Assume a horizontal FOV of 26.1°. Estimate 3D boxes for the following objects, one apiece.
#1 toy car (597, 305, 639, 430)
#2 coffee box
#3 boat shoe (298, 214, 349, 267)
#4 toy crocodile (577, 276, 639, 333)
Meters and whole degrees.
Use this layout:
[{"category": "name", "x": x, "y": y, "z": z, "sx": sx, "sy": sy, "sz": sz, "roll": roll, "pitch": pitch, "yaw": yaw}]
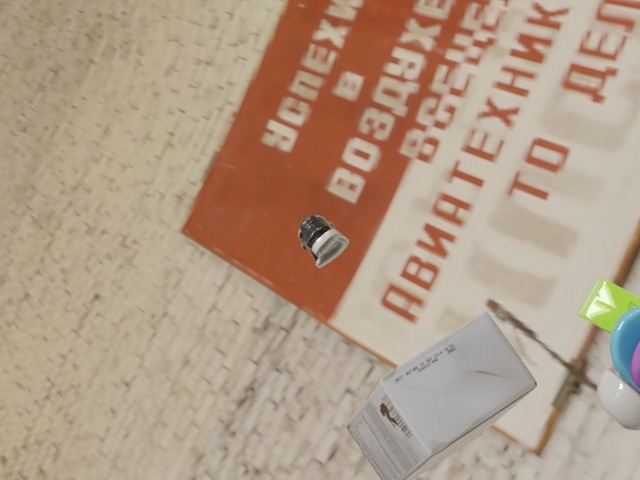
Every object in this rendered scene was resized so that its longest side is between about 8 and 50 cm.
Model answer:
[{"category": "toy car", "x": 0.357, "y": 0.130, "z": 1.360, "sx": 0.159, "sy": 0.182, "sz": 0.136, "roll": -47, "pitch": -40, "yaw": 2}, {"category": "coffee box", "x": 0.150, "y": 0.219, "z": 1.807, "sx": 0.168, "sy": 0.297, "sz": 0.119, "roll": -31, "pitch": -102, "yaw": -15}, {"category": "boat shoe", "x": 0.000, "y": 0.000, "z": 1.520, "sx": 0.046, "sy": 0.125, "sz": 0.038, "roll": -42, "pitch": -102, "yaw": 1}, {"category": "toy crocodile", "x": 0.494, "y": 0.146, "z": 1.794, "sx": 0.115, "sy": 0.340, "sz": 0.105, "roll": -64, "pitch": -29, "yaw": -1}]
